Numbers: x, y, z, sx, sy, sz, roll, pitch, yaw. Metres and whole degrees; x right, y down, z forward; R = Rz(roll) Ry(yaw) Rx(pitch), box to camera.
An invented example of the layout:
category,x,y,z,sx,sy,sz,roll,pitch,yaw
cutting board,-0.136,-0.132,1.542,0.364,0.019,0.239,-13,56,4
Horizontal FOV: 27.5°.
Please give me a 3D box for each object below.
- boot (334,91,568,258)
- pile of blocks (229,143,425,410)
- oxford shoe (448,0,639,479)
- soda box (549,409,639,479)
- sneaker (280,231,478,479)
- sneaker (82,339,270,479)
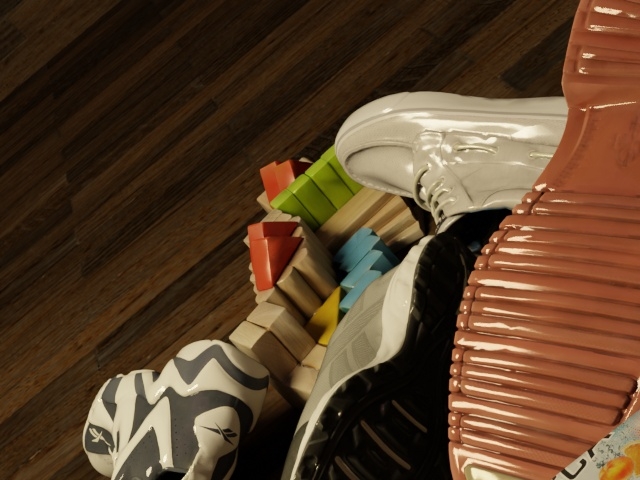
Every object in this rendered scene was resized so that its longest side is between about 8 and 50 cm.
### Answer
category,x,y,z,sx,sy,sz,roll,pitch,yaw
boot,0.104,-0.046,1.027,0.258,0.095,0.123,-1,46,36
pile of blocks,0.000,0.000,1.114,0.149,0.112,0.362,-33,26,17
oxford shoe,0.199,0.007,0.826,0.140,0.146,0.397,14,72,34
soda box,0.147,0.159,0.693,0.183,0.063,0.058,-39,25,3
sneaker,0.039,0.111,0.910,0.108,0.100,0.271,-31,18,42
sneaker,-0.136,0.184,1.020,0.235,0.094,0.153,-26,35,43
